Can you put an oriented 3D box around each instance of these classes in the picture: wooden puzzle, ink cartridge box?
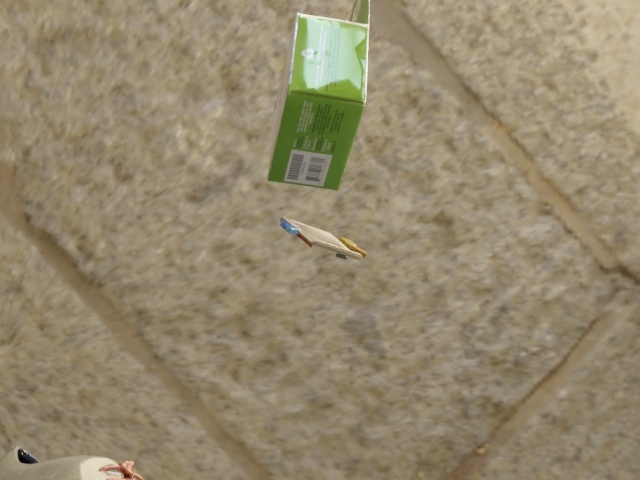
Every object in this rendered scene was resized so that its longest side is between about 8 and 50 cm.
[{"bbox_3d":[0.000,0.000,1.241,0.116,0.078,0.014,21,99,-33],"label":"wooden puzzle"},{"bbox_3d":[-0.001,-0.221,1.534,0.097,0.189,0.255,7,57,-7],"label":"ink cartridge box"}]

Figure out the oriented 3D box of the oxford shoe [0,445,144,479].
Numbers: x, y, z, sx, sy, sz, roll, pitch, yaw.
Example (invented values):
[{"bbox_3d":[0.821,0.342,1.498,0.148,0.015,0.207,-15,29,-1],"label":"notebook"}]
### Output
[{"bbox_3d":[-0.168,0.221,0.910,0.123,0.348,0.130,50,56,-40],"label":"oxford shoe"}]
